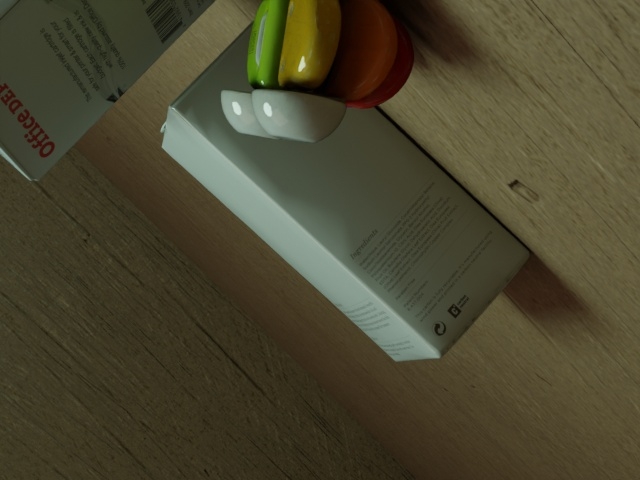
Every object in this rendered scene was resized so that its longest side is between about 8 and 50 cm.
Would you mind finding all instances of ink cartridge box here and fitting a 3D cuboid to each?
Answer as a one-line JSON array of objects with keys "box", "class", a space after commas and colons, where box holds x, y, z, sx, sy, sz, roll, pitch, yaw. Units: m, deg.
[{"box": [-0.236, -0.226, 1.135, 0.121, 0.289, 0.211, 38, 168, 22], "class": "ink cartridge box"}]

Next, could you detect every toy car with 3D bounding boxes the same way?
[{"box": [0.003, -0.157, 1.018, 0.136, 0.159, 0.182, 7, -177, -23], "class": "toy car"}]

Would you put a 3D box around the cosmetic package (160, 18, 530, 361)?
[{"box": [0.015, -0.046, 1.303, 0.365, 0.155, 0.197, 44, 169, -4], "class": "cosmetic package"}]
